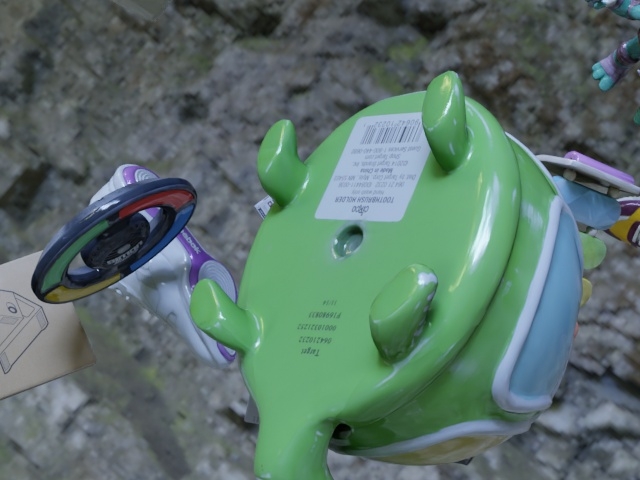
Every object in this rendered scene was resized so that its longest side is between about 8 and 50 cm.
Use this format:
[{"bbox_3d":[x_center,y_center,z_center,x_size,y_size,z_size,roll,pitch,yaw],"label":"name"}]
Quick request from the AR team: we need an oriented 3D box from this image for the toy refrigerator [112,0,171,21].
[{"bbox_3d":[-0.159,-0.371,1.289,0.094,0.102,0.269,25,-35,-22],"label":"toy refrigerator"}]

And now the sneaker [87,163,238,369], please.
[{"bbox_3d":[-0.217,0.051,1.583,0.305,0.152,0.114,58,28,8],"label":"sneaker"}]

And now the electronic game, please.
[{"bbox_3d":[-0.246,0.002,1.399,0.048,0.229,0.229,53,-2,14],"label":"electronic game"}]

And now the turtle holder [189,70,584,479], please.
[{"bbox_3d":[0.071,0.063,0.806,0.227,0.243,0.320,36,38,-37],"label":"turtle holder"}]

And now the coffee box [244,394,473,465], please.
[{"bbox_3d":[0.066,0.167,1.487,0.297,0.168,0.119,12,-33,-1],"label":"coffee box"}]

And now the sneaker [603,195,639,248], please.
[{"bbox_3d":[0.469,-0.003,1.587,0.185,0.084,0.069,13,-52,11],"label":"sneaker"}]

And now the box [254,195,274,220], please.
[{"bbox_3d":[0.000,0.000,1.786,0.207,0.114,0.036,56,30,2],"label":"box"}]

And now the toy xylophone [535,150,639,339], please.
[{"bbox_3d":[0.213,0.038,1.326,0.236,0.323,0.081,8,21,-29],"label":"toy xylophone"}]

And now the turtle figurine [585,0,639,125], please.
[{"bbox_3d":[0.390,-0.224,1.359,0.234,0.118,0.175,77,-10,-71],"label":"turtle figurine"}]

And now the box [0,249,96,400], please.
[{"bbox_3d":[-0.406,0.116,1.457,0.164,0.201,0.021,66,-25,9],"label":"box"}]
